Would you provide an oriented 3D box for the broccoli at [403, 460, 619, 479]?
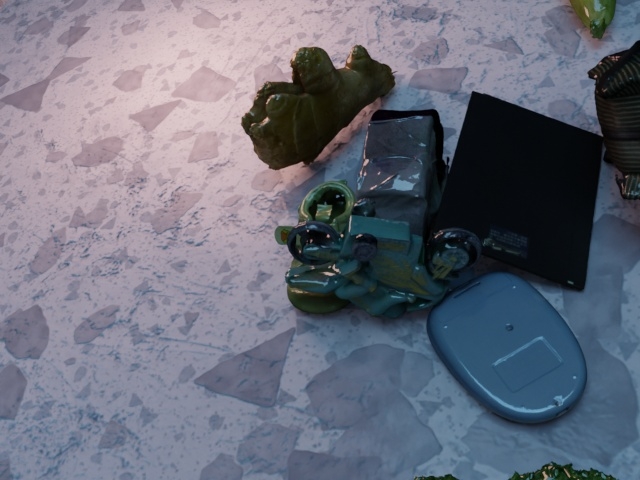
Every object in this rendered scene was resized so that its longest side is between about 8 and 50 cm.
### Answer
[{"bbox_3d":[0.176,0.420,0.625,0.413,0.321,0.310,-29,21,-1],"label":"broccoli"}]

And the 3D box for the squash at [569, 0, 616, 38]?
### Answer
[{"bbox_3d":[0.583,-0.578,1.368,0.118,0.118,0.370,-8,53,14],"label":"squash"}]

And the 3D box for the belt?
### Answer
[{"bbox_3d":[0.155,-0.105,1.109,0.164,0.184,0.289,5,58,16],"label":"belt"}]

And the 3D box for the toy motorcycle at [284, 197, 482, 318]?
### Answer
[{"bbox_3d":[0.092,0.041,0.997,0.296,0.198,0.109,8,40,-1],"label":"toy motorcycle"}]

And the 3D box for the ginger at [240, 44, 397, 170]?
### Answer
[{"bbox_3d":[-0.003,-0.308,1.286,0.166,0.236,0.375,8,51,43],"label":"ginger"}]

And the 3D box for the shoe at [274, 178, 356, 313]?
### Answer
[{"bbox_3d":[0.002,0.005,1.129,0.140,0.128,0.262,-5,48,34],"label":"shoe"}]

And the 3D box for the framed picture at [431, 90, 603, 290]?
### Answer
[{"bbox_3d":[0.347,-0.099,1.075,0.255,0.014,0.338,20,59,2],"label":"framed picture"}]

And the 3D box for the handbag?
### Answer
[{"bbox_3d":[0.554,-0.200,0.965,0.240,0.247,0.340,-16,15,23],"label":"handbag"}]

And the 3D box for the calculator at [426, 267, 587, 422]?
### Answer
[{"bbox_3d":[0.271,0.142,0.965,0.188,0.042,0.302,-31,50,-4],"label":"calculator"}]
